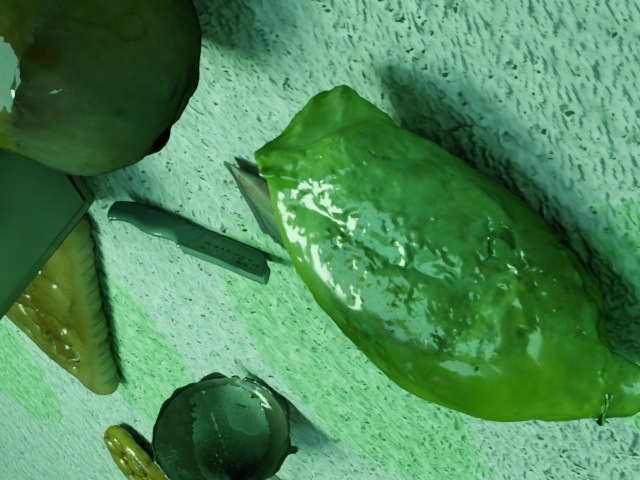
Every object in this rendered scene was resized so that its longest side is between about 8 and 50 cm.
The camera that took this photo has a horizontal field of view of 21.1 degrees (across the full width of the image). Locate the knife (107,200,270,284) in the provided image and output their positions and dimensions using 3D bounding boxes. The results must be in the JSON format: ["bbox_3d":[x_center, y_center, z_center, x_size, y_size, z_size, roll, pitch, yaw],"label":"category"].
[{"bbox_3d":[-0.098,-0.001,1.305,0.210,0.028,0.015,21,125,47],"label":"knife"}]

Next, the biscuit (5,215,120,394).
[{"bbox_3d":[-0.284,0.015,1.643,0.217,0.044,0.325,39,155,20],"label":"biscuit"}]

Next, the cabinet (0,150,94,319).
[{"bbox_3d":[-0.316,-0.013,1.384,0.150,0.206,0.145,-16,117,32],"label":"cabinet"}]

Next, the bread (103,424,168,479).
[{"bbox_3d":[-0.195,0.241,1.855,0.110,0.024,0.110,40,157,22],"label":"bread"}]

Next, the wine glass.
[{"bbox_3d":[-0.075,0.207,1.480,0.122,0.122,0.183,37,156,26],"label":"wine glass"}]

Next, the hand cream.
[{"bbox_3d":[0.000,0.000,1.118,0.210,0.043,0.067,29,154,54],"label":"hand cream"}]

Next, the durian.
[{"bbox_3d":[0.066,0.023,0.954,0.250,0.101,0.139,46,156,6],"label":"durian"}]

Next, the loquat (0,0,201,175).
[{"bbox_3d":[-0.173,-0.134,1.050,0.227,0.179,0.179,28,150,28],"label":"loquat"}]
